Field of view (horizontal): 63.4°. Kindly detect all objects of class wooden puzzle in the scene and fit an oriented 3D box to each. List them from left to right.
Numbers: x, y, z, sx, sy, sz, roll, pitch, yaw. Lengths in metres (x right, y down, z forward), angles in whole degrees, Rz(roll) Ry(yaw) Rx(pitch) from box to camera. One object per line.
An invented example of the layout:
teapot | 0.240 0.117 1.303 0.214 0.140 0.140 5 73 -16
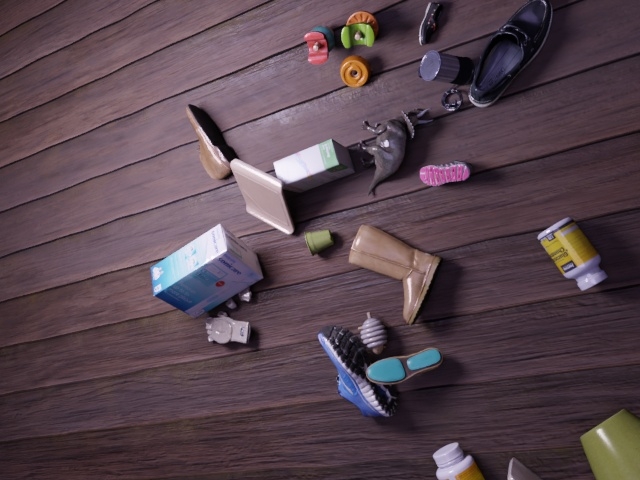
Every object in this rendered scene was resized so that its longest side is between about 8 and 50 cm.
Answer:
wooden puzzle | -0.183 -0.145 1.705 0.221 0.238 0.044 28 59 27

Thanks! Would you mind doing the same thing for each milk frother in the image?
milk frother | 0.362 -0.465 1.518 0.129 0.135 0.143 -28 68 58

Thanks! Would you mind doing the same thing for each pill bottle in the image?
pill bottle | 0.408 0.692 1.465 0.117 0.117 0.215 -32 77 18
pill bottle | 0.677 0.037 1.386 0.103 0.103 0.184 -35 75 18

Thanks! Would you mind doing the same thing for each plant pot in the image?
plant pot | 0.000 0.000 1.690 0.079 0.083 0.083 -19 81 9
plant pot | 0.790 0.574 1.257 0.275 0.275 0.293 -43 57 16

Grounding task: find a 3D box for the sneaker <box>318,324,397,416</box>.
sneaker | 0.086 0.412 1.585 0.147 0.130 0.330 -33 91 36

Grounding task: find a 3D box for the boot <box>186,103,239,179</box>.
boot | -0.415 -0.353 1.863 0.115 0.112 0.305 -39 76 28

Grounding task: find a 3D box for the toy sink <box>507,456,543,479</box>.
toy sink | 0.571 0.728 1.378 0.234 0.153 0.131 37 102 19

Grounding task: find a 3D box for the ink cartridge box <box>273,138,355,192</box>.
ink cartridge box | -0.019 -0.233 1.660 0.212 0.154 0.093 -20 80 21

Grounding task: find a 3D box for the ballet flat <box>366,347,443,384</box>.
ballet flat | 0.252 0.382 1.538 0.232 0.073 0.080 -14 60 3

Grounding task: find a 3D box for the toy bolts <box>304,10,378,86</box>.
toy bolts | 0.074 -0.626 1.677 0.229 0.158 0.218 5 130 13

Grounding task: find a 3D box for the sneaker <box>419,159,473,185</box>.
sneaker | 0.380 -0.203 1.547 0.170 0.075 0.063 -1 106 44

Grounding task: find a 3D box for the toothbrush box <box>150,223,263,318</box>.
toothbrush box | -0.377 0.108 1.732 0.296 0.216 0.126 -31 51 10

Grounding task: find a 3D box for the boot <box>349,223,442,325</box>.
boot | 0.211 0.103 1.593 0.270 0.089 0.236 22 86 22

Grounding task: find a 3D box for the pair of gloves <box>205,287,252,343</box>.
pair of gloves | -0.324 0.242 1.828 0.204 0.042 0.240 -7 79 28

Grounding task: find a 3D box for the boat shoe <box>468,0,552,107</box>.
boat shoe | 0.533 -0.544 1.463 0.127 0.113 0.340 42 103 19

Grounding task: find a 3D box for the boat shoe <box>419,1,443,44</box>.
boat shoe | 0.337 -0.662 1.585 0.042 0.049 0.133 19 91 30

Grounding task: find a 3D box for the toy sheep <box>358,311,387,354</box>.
toy sheep | 0.163 0.287 1.603 0.091 0.091 0.132 -22 80 21

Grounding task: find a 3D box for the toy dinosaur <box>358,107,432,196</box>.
toy dinosaur | 0.203 -0.283 1.590 0.160 0.121 0.313 24 93 35
